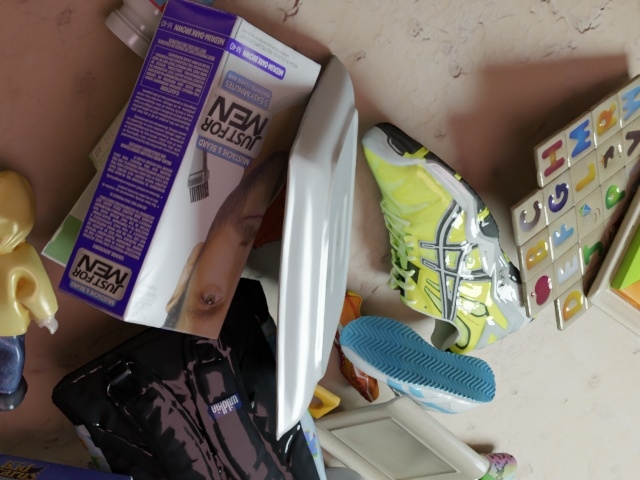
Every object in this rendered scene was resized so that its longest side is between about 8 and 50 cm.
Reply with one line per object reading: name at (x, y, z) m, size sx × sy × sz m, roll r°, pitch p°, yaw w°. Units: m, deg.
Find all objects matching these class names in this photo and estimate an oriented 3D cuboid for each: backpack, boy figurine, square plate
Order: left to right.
boy figurine at (-0.385, 0.051, 1.607) m, size 0.177 × 0.092 × 0.285 m, roll 10°, pitch 111°, yaw 4°
backpack at (-0.129, 0.262, 1.749) m, size 0.290 × 0.273 × 0.356 m, roll -30°, pitch 92°, yaw -8°
square plate at (0.000, 0.000, 1.632) m, size 0.049 × 0.344 × 0.347 m, roll 6°, pitch 115°, yaw 5°

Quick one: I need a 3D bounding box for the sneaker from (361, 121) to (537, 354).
sneaker at (0.149, 0.013, 1.812) m, size 0.147 × 0.145 × 0.385 m, roll -38°, pitch 123°, yaw -4°

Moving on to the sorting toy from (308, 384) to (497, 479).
sorting toy at (0.103, 0.270, 1.911) m, size 0.347 × 0.196 × 0.047 m, roll 40°, pitch 51°, yaw -23°

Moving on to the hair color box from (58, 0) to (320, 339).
hair color box at (-0.138, -0.073, 1.541) m, size 0.185 × 0.110 × 0.339 m, roll 19°, pitch 93°, yaw -59°

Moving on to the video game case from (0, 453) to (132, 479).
video game case at (-0.343, 0.380, 1.717) m, size 0.269 × 0.061 × 0.244 m, roll 6°, pitch 119°, yaw 20°

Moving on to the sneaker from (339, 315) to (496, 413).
sneaker at (0.116, 0.173, 1.851) m, size 0.228 × 0.087 × 0.092 m, roll 26°, pitch 144°, yaw -22°

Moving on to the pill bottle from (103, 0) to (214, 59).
pill bottle at (-0.162, -0.278, 1.555) m, size 0.160 × 0.087 × 0.087 m, roll -48°, pitch 124°, yaw 4°

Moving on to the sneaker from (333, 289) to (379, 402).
sneaker at (0.056, 0.146, 1.884) m, size 0.067 × 0.064 × 0.175 m, roll -31°, pitch 127°, yaw -20°

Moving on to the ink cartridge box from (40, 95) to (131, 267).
ink cartridge box at (-0.203, -0.052, 1.669) m, size 0.171 × 0.056 × 0.235 m, roll 32°, pitch 100°, yaw -33°

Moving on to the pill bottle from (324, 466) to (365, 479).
pill bottle at (0.041, 0.429, 1.983) m, size 0.117 × 0.117 × 0.215 m, roll -29°, pitch 123°, yaw -10°

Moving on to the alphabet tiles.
alphabet tiles at (0.375, -0.050, 1.891) m, size 0.342 × 0.011 × 0.285 m, roll -34°, pitch 127°, yaw -32°

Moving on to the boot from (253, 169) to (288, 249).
boot at (-0.075, -0.010, 1.750) m, size 0.084 × 0.059 × 0.158 m, roll 35°, pitch 96°, yaw -39°

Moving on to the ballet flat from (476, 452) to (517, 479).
ballet flat at (0.182, 0.355, 2.041) m, size 0.221 × 0.077 × 0.079 m, roll -28°, pitch 119°, yaw -5°

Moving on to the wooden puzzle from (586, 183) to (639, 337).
wooden puzzle at (0.485, 0.028, 1.982) m, size 0.238 × 0.044 × 0.221 m, roll 33°, pitch 81°, yaw -43°
